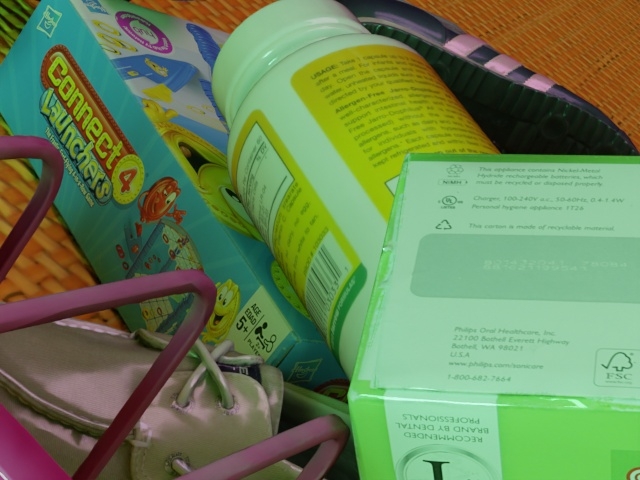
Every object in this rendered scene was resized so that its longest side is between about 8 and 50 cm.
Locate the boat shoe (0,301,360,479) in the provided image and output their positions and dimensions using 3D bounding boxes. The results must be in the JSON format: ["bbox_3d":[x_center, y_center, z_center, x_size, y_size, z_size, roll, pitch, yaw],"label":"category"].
[{"bbox_3d":[-0.051,0.086,0.710,0.302,0.094,0.109,27,25,-22],"label":"boat shoe"}]

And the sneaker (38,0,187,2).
[{"bbox_3d":[-0.142,-0.188,1.012,0.085,0.086,0.237,12,-4,-42],"label":"sneaker"}]

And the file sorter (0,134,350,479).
[{"bbox_3d":[-0.166,0.040,0.501,0.291,0.202,0.182,43,22,16],"label":"file sorter"}]

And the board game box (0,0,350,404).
[{"bbox_3d":[0.000,0.000,0.959,0.308,0.086,0.302,11,33,-46],"label":"board game box"}]

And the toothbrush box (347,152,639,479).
[{"bbox_3d":[0.134,0.113,0.579,0.206,0.283,0.122,1,41,13],"label":"toothbrush box"}]

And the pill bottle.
[{"bbox_3d":[0.025,-0.025,0.780,0.118,0.117,0.208,15,31,-41],"label":"pill bottle"}]

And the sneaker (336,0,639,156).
[{"bbox_3d":[0.139,-0.121,1.356,0.319,0.112,0.131,29,27,-20],"label":"sneaker"}]
